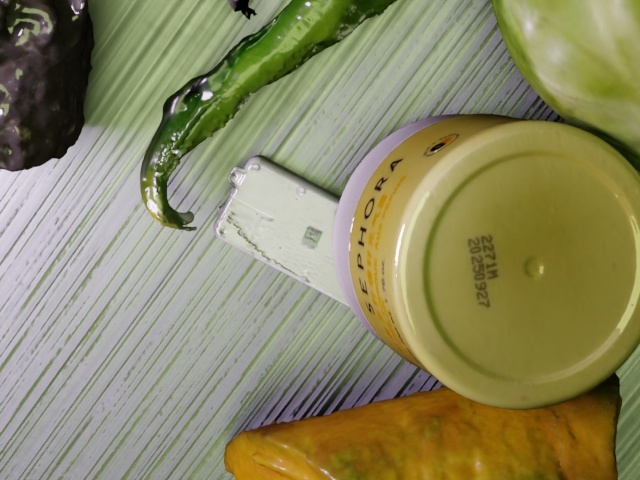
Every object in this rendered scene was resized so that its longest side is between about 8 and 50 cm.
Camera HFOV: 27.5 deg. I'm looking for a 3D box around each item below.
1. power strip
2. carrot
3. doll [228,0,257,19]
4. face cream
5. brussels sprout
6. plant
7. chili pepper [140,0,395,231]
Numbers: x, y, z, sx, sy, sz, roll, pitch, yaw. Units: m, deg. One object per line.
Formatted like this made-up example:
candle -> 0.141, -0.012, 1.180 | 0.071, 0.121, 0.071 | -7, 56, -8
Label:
power strip -> 0.000, 0.000, 1.134 | 0.192, 0.035, 0.081 | 28, 101, -4
carrot -> 0.096, 0.241, 1.076 | 0.341, 0.241, 0.241 | -13, 100, 2
doll -> -0.099, -0.290, 1.051 | 0.149, 0.095, 0.192 | 15, 98, -4
face cream -> 0.135, 0.009, 1.035 | 0.218, 0.179, 0.218 | -2, 97, -13
brussels sprout -> 0.282, -0.198, 0.973 | 0.289, 0.281, 0.354 | -44, 124, -22
plant -> -0.265, -0.175, 1.031 | 0.178, 0.204, 0.234 | 8, 108, -2
chili pepper -> -0.022, -0.157, 1.084 | 0.359, 0.076, 0.085 | -44, 122, 7
